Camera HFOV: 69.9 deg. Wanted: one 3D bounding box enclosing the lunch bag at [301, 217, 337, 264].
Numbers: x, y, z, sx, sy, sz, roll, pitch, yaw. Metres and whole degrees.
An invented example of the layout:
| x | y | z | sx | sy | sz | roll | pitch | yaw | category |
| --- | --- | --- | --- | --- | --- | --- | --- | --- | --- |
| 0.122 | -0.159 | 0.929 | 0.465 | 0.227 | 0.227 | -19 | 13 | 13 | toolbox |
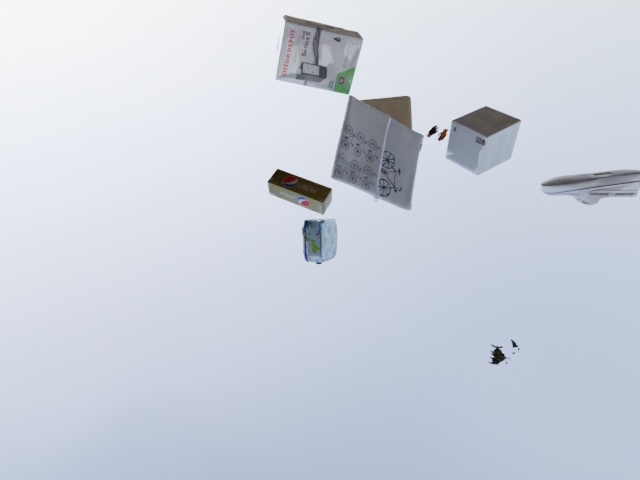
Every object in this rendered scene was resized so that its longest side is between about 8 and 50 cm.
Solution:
| x | y | z | sx | sy | sz | roll | pitch | yaw | category |
| --- | --- | --- | --- | --- | --- | --- | --- | --- | --- |
| 0.000 | 0.000 | 1.810 | 0.090 | 0.176 | 0.219 | -1 | -175 | 19 | lunch bag |

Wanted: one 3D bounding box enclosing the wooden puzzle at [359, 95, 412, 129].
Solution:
| x | y | z | sx | sy | sz | roll | pitch | yaw | category |
| --- | --- | --- | --- | --- | --- | --- | --- | --- | --- |
| 0.297 | -0.537 | 2.090 | 0.239 | 0.221 | 0.044 | -3 | -176 | 5 | wooden puzzle |

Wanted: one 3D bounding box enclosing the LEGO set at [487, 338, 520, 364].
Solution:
| x | y | z | sx | sy | sz | roll | pitch | yaw | category |
| --- | --- | --- | --- | --- | --- | --- | --- | --- | --- |
| 0.432 | 0.270 | 1.087 | 0.083 | 0.023 | 0.054 | -16 | -120 | 4 | LEGO set |

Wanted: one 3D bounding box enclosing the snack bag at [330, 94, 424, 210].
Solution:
| x | y | z | sx | sy | sz | roll | pitch | yaw | category |
| --- | --- | --- | --- | --- | --- | --- | --- | --- | --- |
| 0.207 | -0.288 | 1.555 | 0.342 | 0.037 | 0.323 | 21 | -110 | -25 | snack bag |

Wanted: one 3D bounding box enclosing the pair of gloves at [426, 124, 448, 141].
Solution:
| x | y | z | sx | sy | sz | roll | pitch | yaw | category |
| --- | --- | --- | --- | --- | --- | --- | --- | --- | --- |
| 0.531 | -0.486 | 2.078 | 0.083 | 0.010 | 0.074 | 30 | -104 | 28 | pair of gloves |

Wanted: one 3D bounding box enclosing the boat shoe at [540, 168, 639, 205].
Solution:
| x | y | z | sx | sy | sz | roll | pitch | yaw | category |
| --- | --- | --- | --- | --- | --- | --- | --- | --- | --- |
| 0.744 | -0.137 | 1.260 | 0.258 | 0.084 | 0.095 | -5 | -161 | 11 | boat shoe |

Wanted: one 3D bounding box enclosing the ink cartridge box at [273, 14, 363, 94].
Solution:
| x | y | z | sx | sy | sz | roll | pitch | yaw | category |
| --- | --- | --- | --- | --- | --- | --- | --- | --- | --- |
| -0.013 | -0.643 | 1.593 | 0.273 | 0.198 | 0.115 | 7 | -145 | -13 | ink cartridge box |

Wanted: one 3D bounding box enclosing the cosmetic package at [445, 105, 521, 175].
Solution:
| x | y | z | sx | sy | sz | roll | pitch | yaw | category |
| --- | --- | --- | --- | --- | --- | --- | --- | --- | --- |
| 0.554 | -0.344 | 1.570 | 0.184 | 0.151 | 0.151 | -26 | -134 | -25 | cosmetic package |

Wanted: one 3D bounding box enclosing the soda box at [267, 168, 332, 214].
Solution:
| x | y | z | sx | sy | sz | roll | pitch | yaw | category |
| --- | --- | --- | --- | --- | --- | --- | --- | --- | --- |
| -0.058 | -0.141 | 1.315 | 0.181 | 0.058 | 0.061 | 22 | -121 | 15 | soda box |
